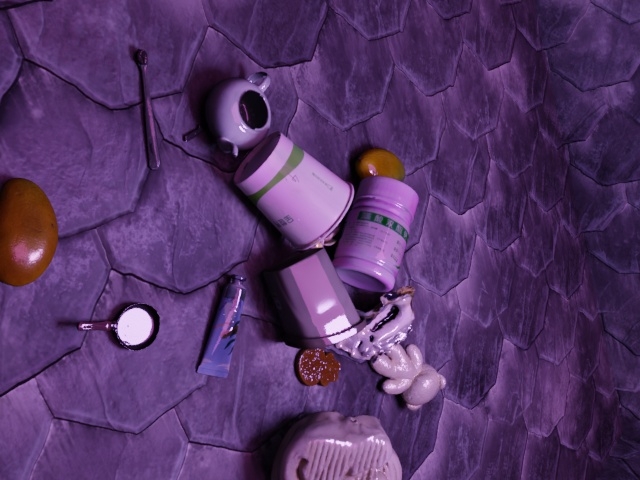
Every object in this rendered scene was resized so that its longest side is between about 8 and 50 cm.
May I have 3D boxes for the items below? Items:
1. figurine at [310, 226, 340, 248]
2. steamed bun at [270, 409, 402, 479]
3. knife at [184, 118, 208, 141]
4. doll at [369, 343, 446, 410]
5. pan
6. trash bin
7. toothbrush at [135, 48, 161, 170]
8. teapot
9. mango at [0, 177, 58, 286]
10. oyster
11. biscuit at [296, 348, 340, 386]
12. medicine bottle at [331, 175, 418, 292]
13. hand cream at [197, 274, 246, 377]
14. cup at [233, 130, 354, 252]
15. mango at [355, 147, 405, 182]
[{"bbox_3d":[0.000,0.000,1.772,0.187,0.083,0.083,-46,118,-49],"label":"figurine"},{"bbox_3d":[0.042,0.637,1.643,0.367,0.255,0.343,4,103,-15],"label":"steamed bun"},{"bbox_3d":[-0.307,-0.311,1.534,0.170,0.010,0.023,-46,124,-36],"label":"knife"},{"bbox_3d":[0.288,0.449,1.988,0.175,0.149,0.278,-43,107,11],"label":"doll"},{"bbox_3d":[-0.470,0.201,1.329,0.212,0.040,0.115,9,82,-49],"label":"pan"},{"bbox_3d":[-0.028,0.165,1.626,0.219,0.219,0.250,-26,98,-27],"label":"trash bin"},{"bbox_3d":[-0.424,-0.321,1.412,0.030,0.030,0.298,-7,94,-17],"label":"toothbrush"},{"bbox_3d":[-0.212,-0.341,1.535,0.193,0.129,0.295,42,59,-40],"label":"teapot"},{"bbox_3d":[-0.613,-0.018,1.178,0.136,0.099,0.228,10,72,-39],"label":"mango"},{"bbox_3d":[0.190,0.255,1.876,0.351,0.114,0.238,-33,130,-24],"label":"oyster"},{"bbox_3d":[-0.009,0.390,1.759,0.175,0.026,0.124,28,70,-38],"label":"biscuit"},{"bbox_3d":[0.176,-0.018,1.830,0.212,0.212,0.326,36,65,-36],"label":"medicine bottle"},{"bbox_3d":[-0.251,0.227,1.528,0.091,0.058,0.272,22,78,-37],"label":"hand cream"},{"bbox_3d":[-0.084,-0.142,1.590,0.274,0.253,0.253,40,62,-24],"label":"cup"},{"bbox_3d":[0.208,-0.249,1.957,0.237,0.091,0.137,-17,100,-48],"label":"mango"}]
